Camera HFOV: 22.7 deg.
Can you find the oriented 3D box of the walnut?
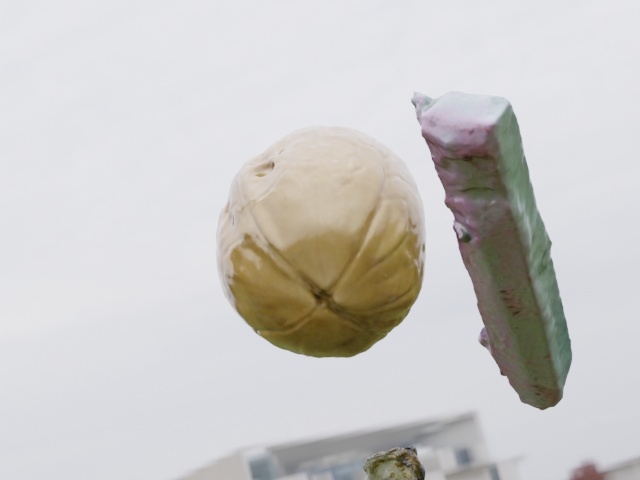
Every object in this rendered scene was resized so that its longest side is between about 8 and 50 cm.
[{"bbox_3d":[0.000,0.000,1.190,0.165,0.165,0.197,-17,21,14],"label":"walnut"}]

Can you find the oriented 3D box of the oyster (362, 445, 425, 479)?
[{"bbox_3d":[0.053,0.186,1.180,0.019,0.054,0.083,-18,-47,-54],"label":"oyster"}]

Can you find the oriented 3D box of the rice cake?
[{"bbox_3d":[0.108,0.011,1.009,0.081,0.051,0.290,24,-27,31],"label":"rice cake"}]
